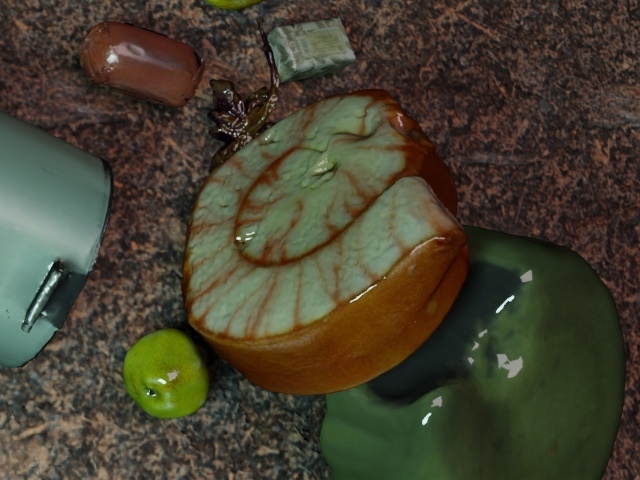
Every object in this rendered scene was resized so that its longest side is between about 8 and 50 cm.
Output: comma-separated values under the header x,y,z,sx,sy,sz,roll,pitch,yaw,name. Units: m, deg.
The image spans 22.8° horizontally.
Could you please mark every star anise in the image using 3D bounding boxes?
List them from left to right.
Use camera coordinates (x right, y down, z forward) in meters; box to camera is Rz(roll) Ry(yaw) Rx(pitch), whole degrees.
x,y,z,sx,sy,sz,roll,pitch,yaw,name
-0.076,-0.149,1.752,0.097,0.070,0.191,1,82,-22,star anise

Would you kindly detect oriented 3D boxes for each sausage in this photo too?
x,y,z,sx,sy,sz,roll,pitch,yaw,name
-0.190,-0.189,1.700,0.141,0.076,0.076,16,62,-27,sausage

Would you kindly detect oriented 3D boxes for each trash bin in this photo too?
x,y,z,sx,sy,sz,roll,pitch,yaw,name
-0.351,-0.031,1.424,0.262,0.277,0.217,26,99,-26,trash bin

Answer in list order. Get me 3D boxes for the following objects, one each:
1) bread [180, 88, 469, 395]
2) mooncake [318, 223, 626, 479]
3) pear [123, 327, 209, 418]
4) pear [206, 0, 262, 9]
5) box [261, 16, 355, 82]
x,y,z,sx,sy,sz,roll,pitch,yaw,name
-0.003,0.000,1.592,0.114,0.295,0.328,49,17,-38,bread
0.160,0.163,1.646,0.351,0.187,0.351,-11,105,-46,mooncake
-0.155,0.133,1.573,0.092,0.097,0.092,0,86,6,pear
-0.095,-0.339,1.808,0.141,0.104,0.141,10,69,-27,pear
-0.013,-0.222,1.844,0.098,0.045,0.062,-12,77,-37,box
